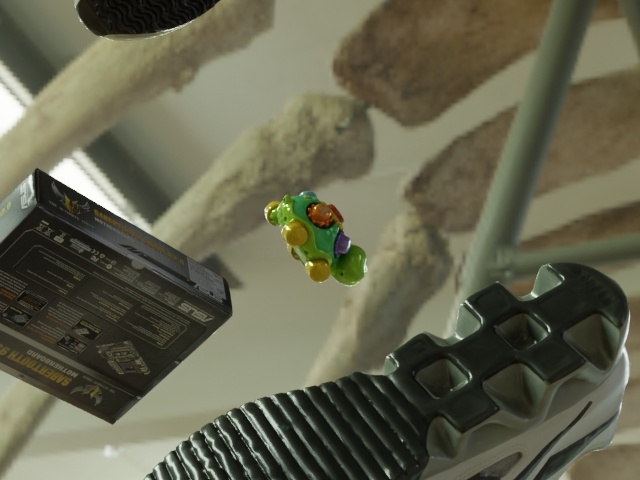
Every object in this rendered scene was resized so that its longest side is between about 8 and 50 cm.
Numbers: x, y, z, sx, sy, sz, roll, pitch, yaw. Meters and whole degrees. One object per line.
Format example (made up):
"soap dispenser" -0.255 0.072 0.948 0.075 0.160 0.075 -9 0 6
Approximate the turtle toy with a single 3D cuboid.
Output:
"turtle toy" 0.000 0.000 1.517 0.066 0.095 0.130 -35 -64 -3

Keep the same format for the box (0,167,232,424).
"box" -0.226 0.058 1.337 0.231 0.056 0.183 32 -62 -32

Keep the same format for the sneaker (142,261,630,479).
"sneaker" 0.046 0.149 0.861 0.331 0.122 0.146 -23 -50 -9

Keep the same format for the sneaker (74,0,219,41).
"sneaker" -0.076 -0.152 0.785 0.057 0.161 0.075 51 -30 -11
